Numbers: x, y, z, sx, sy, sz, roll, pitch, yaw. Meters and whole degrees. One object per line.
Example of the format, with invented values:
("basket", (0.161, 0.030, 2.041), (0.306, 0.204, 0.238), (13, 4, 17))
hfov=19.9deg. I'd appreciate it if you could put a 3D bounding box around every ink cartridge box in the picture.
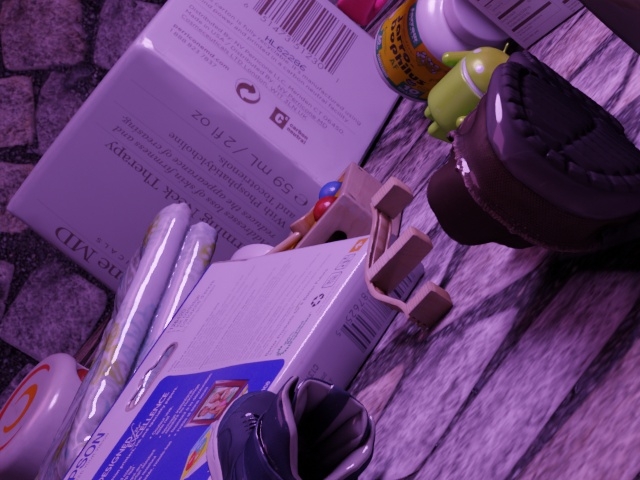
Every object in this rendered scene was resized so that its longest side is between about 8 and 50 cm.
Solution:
("ink cartridge box", (-0.082, 0.135, 1.666), (0.307, 0.072, 0.303), (-14, 37, 58))

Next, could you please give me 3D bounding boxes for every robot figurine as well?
("robot figurine", (0.152, -0.145, 1.807), (0.115, 0.067, 0.101), (-44, 38, 38))

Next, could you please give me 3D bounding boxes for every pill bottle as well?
("pill bottle", (0.147, -0.235, 2.056), (0.117, 0.117, 0.208), (-54, 9, -20))

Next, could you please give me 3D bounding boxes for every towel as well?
("towel", (-0.241, 0.170, 2.140), (0.320, 0.090, 0.374), (123, 168, -61))

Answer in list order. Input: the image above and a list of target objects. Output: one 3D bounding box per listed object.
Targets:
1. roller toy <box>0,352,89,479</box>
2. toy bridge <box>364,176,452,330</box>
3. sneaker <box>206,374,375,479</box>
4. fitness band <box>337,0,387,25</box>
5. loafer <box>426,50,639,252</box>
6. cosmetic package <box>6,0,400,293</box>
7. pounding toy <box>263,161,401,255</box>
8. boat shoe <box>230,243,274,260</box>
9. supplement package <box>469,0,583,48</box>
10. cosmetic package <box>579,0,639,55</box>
("roller toy", (-0.334, 0.257, 2.390), (0.209, 0.146, 0.191), (-33, 28, 48))
("toy bridge", (0.065, 0.017, 1.528), (0.063, 0.026, 0.188), (-48, 27, 19))
("sneaker", (-0.021, 0.146, 1.353), (0.163, 0.086, 0.226), (-59, 14, 28))
("fitness band", (0.123, -0.346, 1.912), (0.291, 0.054, 0.209), (-52, 4, -2))
("loafer", (0.144, -0.038, 1.247), (0.130, 0.134, 0.366), (-53, -2, 12))
("cosmetic package", (-0.149, -0.139, 2.485), (0.394, 0.329, 0.327), (-45, 11, 42))
("pounding toy", (0.000, 0.000, 1.876), (0.141, 0.100, 0.130), (-49, 9, 19))
("boat shoe", (-0.098, 0.093, 2.028), (0.267, 0.096, 0.088), (-41, 17, 55))
("supplement package", (0.266, -0.367, 1.899), (0.262, 0.145, 0.204), (-54, 9, -27))
("cosmetic package", (0.276, -0.181, 1.159), (0.160, 0.113, 0.309), (-51, 9, 3))
